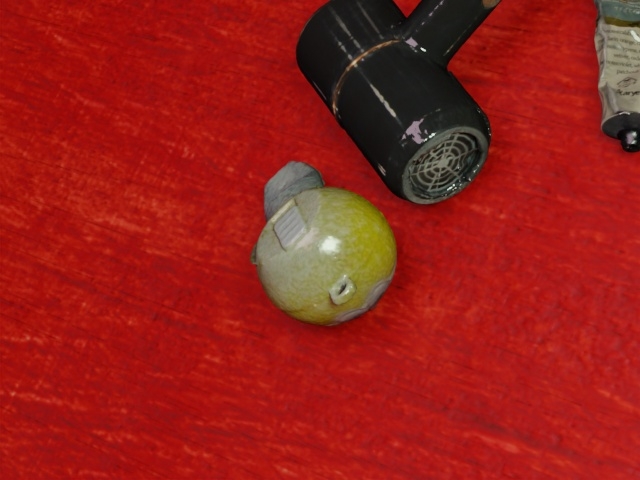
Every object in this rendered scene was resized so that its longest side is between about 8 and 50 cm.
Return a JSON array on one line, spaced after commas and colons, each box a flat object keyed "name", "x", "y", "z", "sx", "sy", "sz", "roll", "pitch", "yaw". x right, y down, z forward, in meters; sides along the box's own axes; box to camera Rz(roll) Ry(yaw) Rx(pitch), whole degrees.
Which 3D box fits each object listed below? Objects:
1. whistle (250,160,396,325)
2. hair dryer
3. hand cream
[{"name": "whistle", "x": 0.000, "y": 0.000, "z": 1.665, "sx": 0.123, "sy": 0.123, "sz": 0.223, "roll": -44, "pitch": 28, "yaw": 9}, {"name": "hair dryer", "x": 0.141, "y": -0.209, "z": 1.618, "sx": 0.352, "sy": 0.107, "sz": 0.189, "roll": -49, "pitch": 50, "yaw": 20}, {"name": "hand cream", "x": 0.259, "y": -0.180, "z": 1.598, "sx": 0.075, "sy": 0.052, "sz": 0.248, "roll": 0, "pitch": 59, "yaw": 11}]
